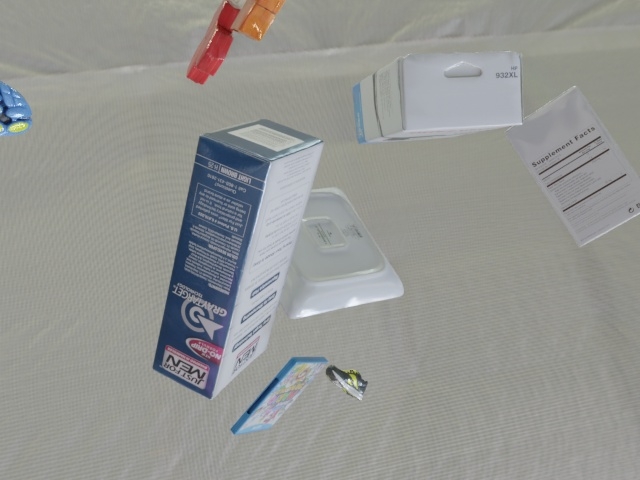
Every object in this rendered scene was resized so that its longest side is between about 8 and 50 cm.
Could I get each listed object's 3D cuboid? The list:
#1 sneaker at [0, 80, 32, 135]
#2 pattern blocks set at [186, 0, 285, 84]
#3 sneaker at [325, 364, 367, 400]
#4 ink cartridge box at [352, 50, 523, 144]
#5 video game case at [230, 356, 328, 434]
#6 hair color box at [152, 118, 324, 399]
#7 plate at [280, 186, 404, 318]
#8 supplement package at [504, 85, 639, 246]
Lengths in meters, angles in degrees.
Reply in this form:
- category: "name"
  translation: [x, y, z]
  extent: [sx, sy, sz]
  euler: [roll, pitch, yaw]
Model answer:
- category: "sneaker"
  translation: [-0.422, -0.164, 0.749]
  extent: [0.188, 0.078, 0.067]
  euler: [9, -77, -18]
- category: "pattern blocks set"
  translation: [-0.010, -0.269, 0.518]
  extent: [0.026, 0.325, 0.285]
  euler: [25, -103, -22]
- category: "sneaker"
  translation: [0.039, 0.205, 0.999]
  extent: [0.083, 0.031, 0.035]
  euler: [47, -114, -33]
- category: "ink cartridge box"
  translation: [0.206, -0.258, 1.255]
  extent: [0.223, 0.307, 0.128]
  euler: [-5, -85, -11]
- category: "video game case"
  translation: [-0.067, 0.260, 1.131]
  extent: [0.015, 0.119, 0.166]
  euler: [45, -78, 25]
- category: "hair color box"
  translation: [-0.114, 0.021, 0.914]
  extent: [0.105, 0.347, 0.174]
  euler: [23, -157, 16]
- category: "plate"
  translation: [0.000, 0.000, 1.227]
  extent: [0.278, 0.045, 0.277]
  euler: [-7, -126, -39]
- category: "supplement package"
  translation: [0.559, -0.158, 1.456]
  extent: [0.175, 0.177, 0.292]
  euler: [-34, -98, 21]
